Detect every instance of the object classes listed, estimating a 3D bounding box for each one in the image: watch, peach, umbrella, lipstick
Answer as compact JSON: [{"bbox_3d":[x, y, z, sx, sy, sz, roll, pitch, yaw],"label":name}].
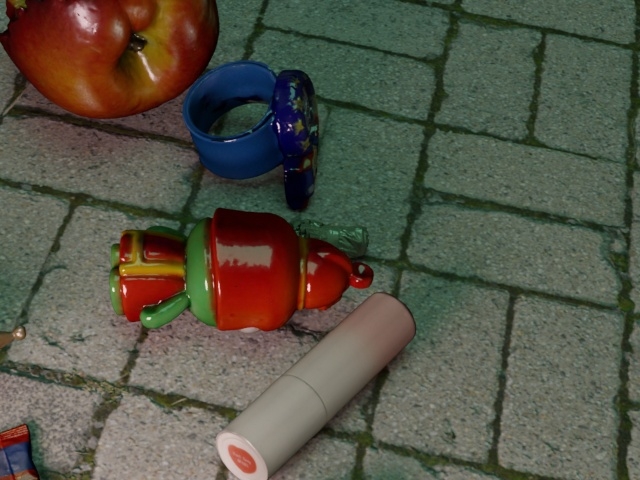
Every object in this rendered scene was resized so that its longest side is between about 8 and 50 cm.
[{"bbox_3d":[-0.105,-0.173,2.167,0.200,0.171,0.196,0,45,12],"label":"watch"},{"bbox_3d":[-0.321,-0.353,2.186,0.335,0.310,0.406,-46,28,3],"label":"peach"},{"bbox_3d":[0.000,0.000,2.065,0.143,0.067,0.062,6,74,-12],"label":"umbrella"},{"bbox_3d":[0.000,0.190,1.856,0.087,0.087,0.327,32,49,22],"label":"lipstick"}]

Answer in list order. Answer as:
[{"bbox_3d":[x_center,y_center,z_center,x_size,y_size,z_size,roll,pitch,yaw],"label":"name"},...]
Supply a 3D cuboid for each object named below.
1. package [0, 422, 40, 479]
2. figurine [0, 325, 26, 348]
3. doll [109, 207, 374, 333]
[{"bbox_3d":[-0.375,0.310,1.724,0.083,0.022,0.200,-11,47,-20],"label":"package"},{"bbox_3d":[-0.558,0.165,1.742,0.387,0.166,0.207,-6,63,-10],"label":"figurine"},{"bbox_3d":[-0.107,0.041,1.937,0.363,0.160,0.183,3,38,-6],"label":"doll"}]
